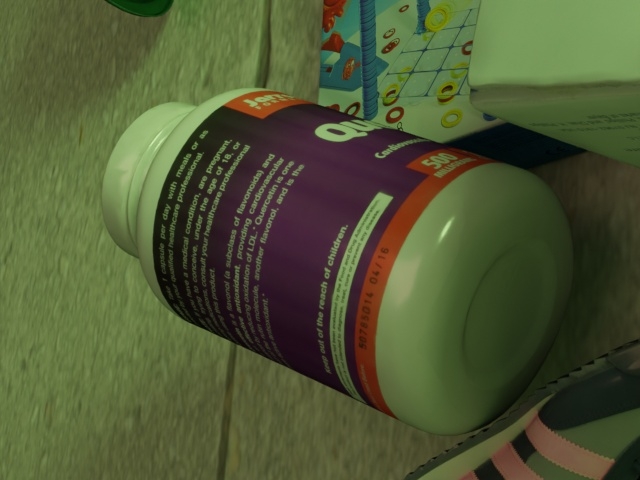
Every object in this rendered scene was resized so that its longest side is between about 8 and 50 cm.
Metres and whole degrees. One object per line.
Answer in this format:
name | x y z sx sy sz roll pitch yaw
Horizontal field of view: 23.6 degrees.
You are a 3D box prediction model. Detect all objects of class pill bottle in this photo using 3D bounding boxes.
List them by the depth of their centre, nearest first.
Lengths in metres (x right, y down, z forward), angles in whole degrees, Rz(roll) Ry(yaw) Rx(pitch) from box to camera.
pill bottle | 0.000 0.000 1.061 0.323 0.181 0.181 21 95 37

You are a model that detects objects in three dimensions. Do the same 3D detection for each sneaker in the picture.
sneaker | 0.169 0.158 0.963 0.319 0.112 0.131 -42 64 40

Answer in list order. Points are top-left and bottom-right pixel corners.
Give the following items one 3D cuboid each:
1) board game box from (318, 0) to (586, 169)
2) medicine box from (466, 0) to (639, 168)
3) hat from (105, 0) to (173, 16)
board game box | 0.127 -0.204 1.137 0.308 0.086 0.301 -17 65 49
medicine box | 0.243 -0.163 0.800 0.149 0.289 0.263 1 78 50
hat | -0.156 -0.337 1.487 0.183 0.208 0.173 -38 94 26
